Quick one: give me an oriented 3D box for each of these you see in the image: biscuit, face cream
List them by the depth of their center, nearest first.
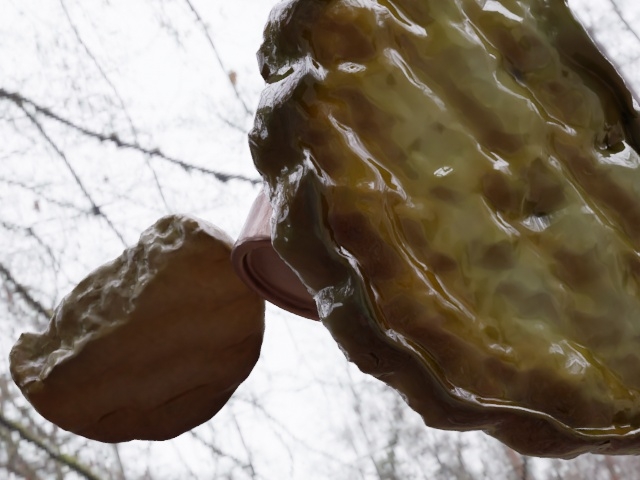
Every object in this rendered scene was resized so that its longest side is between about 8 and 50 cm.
[{"bbox_3d":[0.102,-0.046,0.591,0.329,0.335,0.078,19,-31,-32],"label":"biscuit"},{"bbox_3d":[0.000,0.000,1.059,0.149,0.104,0.149,18,-28,10],"label":"face cream"},{"bbox_3d":[-0.180,0.108,1.178,0.274,0.091,0.213,-37,-57,-3],"label":"biscuit"}]
